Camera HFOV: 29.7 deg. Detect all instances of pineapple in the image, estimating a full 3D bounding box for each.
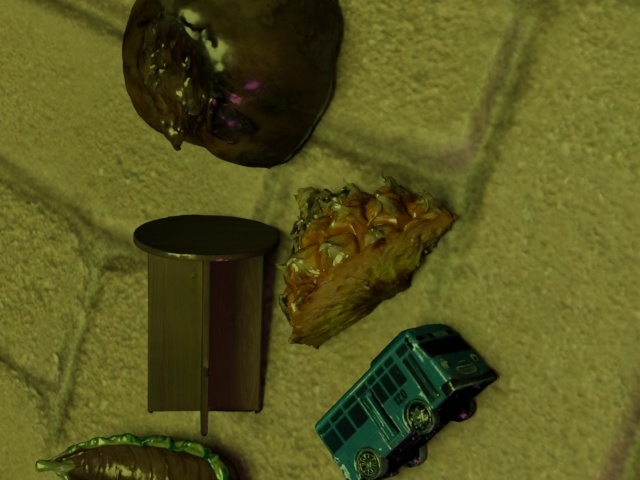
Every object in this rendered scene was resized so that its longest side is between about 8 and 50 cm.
[{"bbox_3d":[0.004,-0.003,1.300,0.250,0.140,0.164,-38,69,37],"label":"pineapple"}]

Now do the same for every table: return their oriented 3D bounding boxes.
[{"bbox_3d":[-0.134,0.099,1.412,0.167,0.167,0.226,16,111,36],"label":"table"}]

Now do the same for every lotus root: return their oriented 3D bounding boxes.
[{"bbox_3d":[-0.121,-0.203,1.365,0.272,0.192,0.272,7,103,33],"label":"lotus root"}]

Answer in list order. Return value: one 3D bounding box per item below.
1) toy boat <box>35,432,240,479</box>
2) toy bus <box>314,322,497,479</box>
[{"bbox_3d":[-0.216,0.293,1.515,0.293,0.099,0.108,4,96,30],"label":"toy boat"},{"bbox_3d":[0.087,0.171,1.272,0.184,0.090,0.106,-49,62,29],"label":"toy bus"}]
